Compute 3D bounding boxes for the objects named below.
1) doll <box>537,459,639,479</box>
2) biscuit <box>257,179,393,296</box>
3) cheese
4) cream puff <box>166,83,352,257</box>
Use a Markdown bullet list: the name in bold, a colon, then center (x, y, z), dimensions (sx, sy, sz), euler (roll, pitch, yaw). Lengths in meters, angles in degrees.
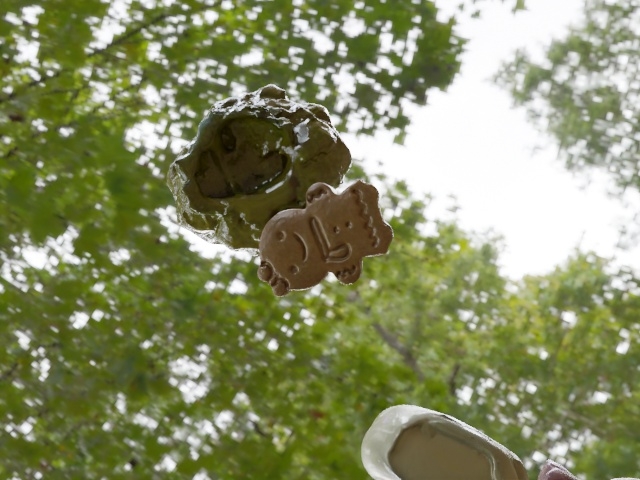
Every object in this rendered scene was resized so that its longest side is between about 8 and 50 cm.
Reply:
- **doll**: center (0.314, 0.273, 0.985), dimensions (0.093, 0.262, 0.211), euler (-61, -22, -2)
- **biscuit**: center (0.001, -0.006, 1.381), dimensions (0.027, 0.184, 0.134), euler (4, -103, -72)
- **cheese**: center (0.194, 0.352, 1.709), dimensions (0.233, 0.266, 0.127), euler (76, -141, -74)
- **cream puff**: center (-0.100, -0.114, 1.592), dimensions (0.282, 0.281, 0.185), euler (-49, -39, -18)
